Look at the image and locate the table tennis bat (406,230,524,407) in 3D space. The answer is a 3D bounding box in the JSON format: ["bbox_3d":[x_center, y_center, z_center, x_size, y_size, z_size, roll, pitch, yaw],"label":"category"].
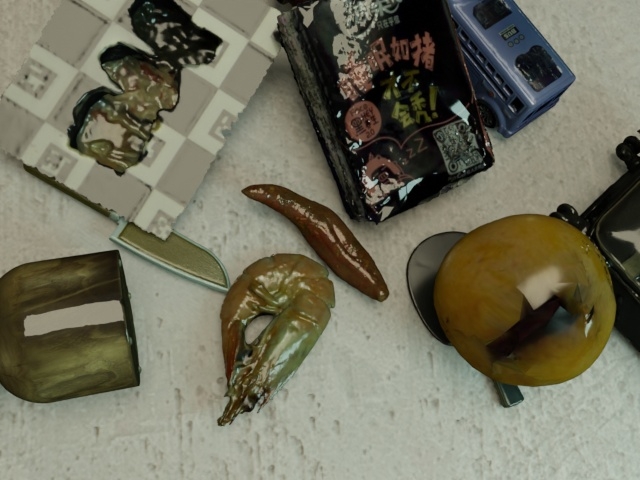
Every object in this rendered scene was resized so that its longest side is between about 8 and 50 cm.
[{"bbox_3d":[0.225,0.113,1.130,0.154,0.021,0.274,-20,76,-14],"label":"table tennis bat"}]

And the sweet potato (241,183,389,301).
[{"bbox_3d":[0.003,-0.008,1.105,0.255,0.058,0.078,41,46,-2],"label":"sweet potato"}]

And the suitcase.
[{"bbox_3d":[0.556,0.050,1.111,0.283,0.194,0.434,-40,85,-17],"label":"suitcase"}]

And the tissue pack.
[{"bbox_3d":[0.102,-0.215,1.112,0.245,0.123,0.332,-25,104,-17],"label":"tissue pack"}]

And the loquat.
[{"bbox_3d":[0.271,0.077,1.019,0.235,0.235,0.235,2,74,-8],"label":"loquat"}]

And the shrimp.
[{"bbox_3d":[-0.078,0.131,1.054,0.145,0.061,0.267,26,71,1],"label":"shrimp"}]

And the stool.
[{"bbox_3d":[-0.367,0.117,0.952,0.264,0.179,0.179,-8,75,-11],"label":"stool"}]

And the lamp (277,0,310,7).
[{"bbox_3d":[0.044,-0.432,1.175,0.258,0.180,0.180,-24,79,-12],"label":"lamp"}]

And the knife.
[{"bbox_3d":[-0.271,-0.017,1.083,0.343,0.027,0.061,29,61,-3],"label":"knife"}]

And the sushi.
[{"bbox_3d":[-0.257,-0.225,1.121,0.296,0.100,0.373,29,83,-8],"label":"sushi"}]

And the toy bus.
[{"bbox_3d":[0.254,-0.315,1.197,0.125,0.133,0.292,-34,82,-16],"label":"toy bus"}]
